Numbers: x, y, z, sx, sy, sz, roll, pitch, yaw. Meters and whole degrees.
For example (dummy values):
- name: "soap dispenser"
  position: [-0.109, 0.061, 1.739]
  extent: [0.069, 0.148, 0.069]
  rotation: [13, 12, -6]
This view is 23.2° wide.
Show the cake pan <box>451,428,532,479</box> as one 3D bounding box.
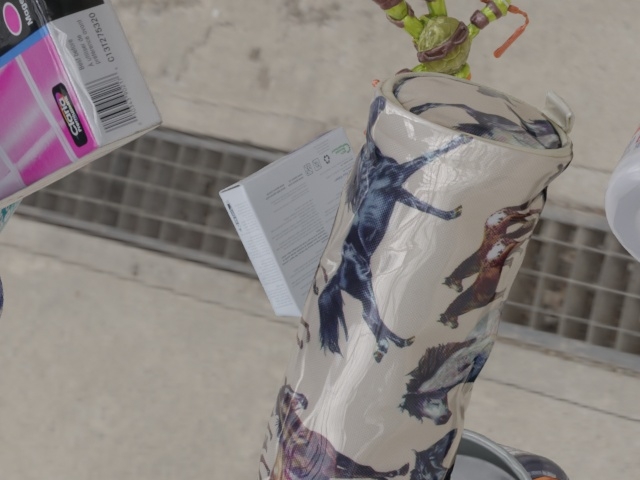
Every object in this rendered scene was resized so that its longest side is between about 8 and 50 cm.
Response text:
- name: "cake pan"
  position: [0.110, 0.335, 1.587]
  extent: [0.293, 0.054, 0.293]
  rotation: [-13, 62, 27]

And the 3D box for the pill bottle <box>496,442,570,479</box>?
- name: "pill bottle"
  position: [0.227, 0.320, 1.925]
  extent: [0.245, 0.130, 0.131]
  rotation: [-176, 96, -68]

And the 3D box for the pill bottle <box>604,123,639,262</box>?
- name: "pill bottle"
  position: [0.509, -0.150, 1.802]
  extent: [0.229, 0.229, 0.408]
  rotation: [11, 55, 37]

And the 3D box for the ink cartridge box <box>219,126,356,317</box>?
- name: "ink cartridge box"
  position: [0.000, 0.000, 1.882]
  extent: [0.045, 0.223, 0.224]
  rotation: [-20, 98, 40]

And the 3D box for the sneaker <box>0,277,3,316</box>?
- name: "sneaker"
  position: [-0.301, 0.030, 1.175]
  extent: [0.182, 0.315, 0.127]
  rotation: [-32, 83, 17]

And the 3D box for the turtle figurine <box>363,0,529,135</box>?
- name: "turtle figurine"
  position: [0.136, -0.261, 2.028]
  extent: [0.269, 0.217, 0.087]
  rotation: [-35, 33, 3]

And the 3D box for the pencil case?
- name: "pencil case"
  position: [0.076, 0.067, 1.262]
  extent: [0.160, 0.183, 0.410]
  rotation: [35, 114, 48]

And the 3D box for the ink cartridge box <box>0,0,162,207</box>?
- name: "ink cartridge box"
  position: [-0.261, -0.117, 1.206]
  extent: [0.371, 0.069, 0.176]
  rotation: [-18, 96, 56]

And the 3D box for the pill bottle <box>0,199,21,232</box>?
- name: "pill bottle"
  position: [-0.424, -0.029, 1.717]
  extent: [0.146, 0.146, 0.264]
  rotation: [-22, 30, 32]
